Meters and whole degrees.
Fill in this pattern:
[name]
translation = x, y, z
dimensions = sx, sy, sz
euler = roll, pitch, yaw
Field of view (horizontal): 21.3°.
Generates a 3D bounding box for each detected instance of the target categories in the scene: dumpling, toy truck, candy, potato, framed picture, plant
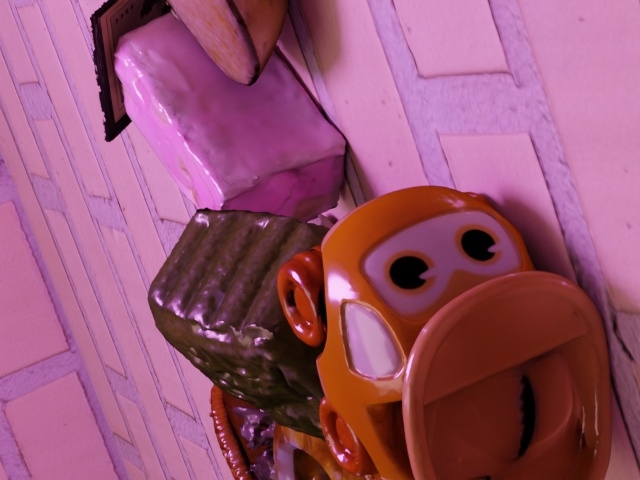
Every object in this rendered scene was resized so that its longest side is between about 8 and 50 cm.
[dumpling]
translation = 0.001, -0.001, 1.875
dimensions = 0.059, 0.043, 0.077
euler = 54, 149, -15
[toy truck]
translation = 0.108, 0.101, 1.433
dimensions = 0.211, 0.204, 0.288
euler = 19, 127, 62
[candy]
translation = -0.098, -0.124, 1.816
dimensions = 0.265, 0.155, 0.116
euler = 54, 155, 32
[potato]
translation = -0.115, -0.304, 1.717
dimensions = 0.299, 0.116, 0.239
euler = 56, 163, 2
[framed picture]
translation = -0.188, -0.236, 1.896
dimensions = 0.010, 0.195, 0.199
euler = 26, 145, 21
[plant]
translation = -0.023, 0.275, 2.109
dimensions = 0.131, 0.142, 0.203
euler = 161, 98, -80

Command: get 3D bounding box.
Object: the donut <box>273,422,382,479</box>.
[donut]
translation = 0.051, 0.273, 1.869
dimensions = 0.330, 0.160, 0.330
euler = 54, 158, 34

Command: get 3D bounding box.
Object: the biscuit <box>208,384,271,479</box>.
[biscuit]
translation = -0.072, 0.325, 2.293
dimensions = 0.305, 0.038, 0.305
euler = 61, -174, -11

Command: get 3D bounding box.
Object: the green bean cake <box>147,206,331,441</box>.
[green bean cake]
translation = -0.017, 0.089, 1.634
dimensions = 0.250, 0.156, 0.247
euler = 37, 164, -36
